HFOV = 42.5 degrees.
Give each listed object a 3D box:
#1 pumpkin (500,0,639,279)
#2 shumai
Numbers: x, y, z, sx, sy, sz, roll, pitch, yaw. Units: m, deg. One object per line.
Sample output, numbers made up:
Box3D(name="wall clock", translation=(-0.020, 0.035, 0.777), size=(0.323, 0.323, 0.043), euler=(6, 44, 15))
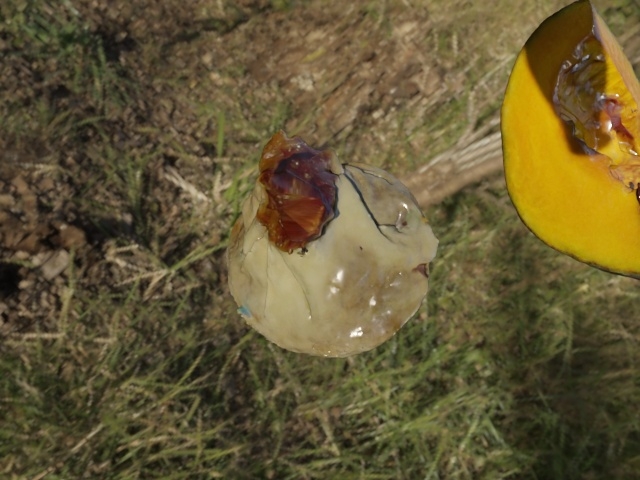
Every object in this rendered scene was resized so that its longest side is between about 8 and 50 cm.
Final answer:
Box3D(name="pumpkin", translation=(0.305, -0.091, 0.930), size=(0.169, 0.148, 0.312), euler=(3, 77, -53))
Box3D(name="shumai", translation=(0.000, 0.000, 0.721), size=(0.201, 0.201, 0.120), euler=(66, 5, 19))
